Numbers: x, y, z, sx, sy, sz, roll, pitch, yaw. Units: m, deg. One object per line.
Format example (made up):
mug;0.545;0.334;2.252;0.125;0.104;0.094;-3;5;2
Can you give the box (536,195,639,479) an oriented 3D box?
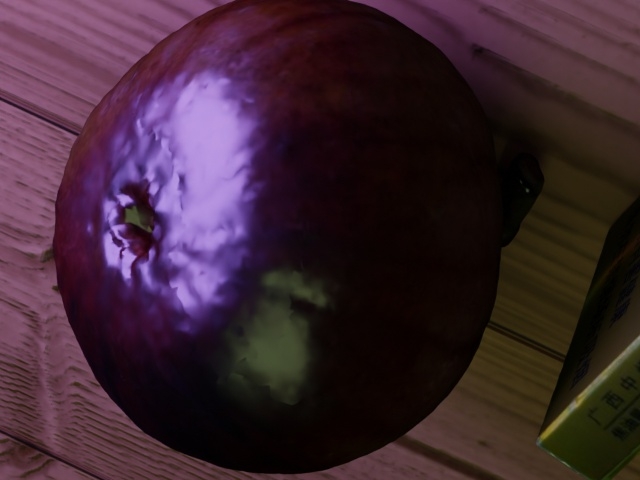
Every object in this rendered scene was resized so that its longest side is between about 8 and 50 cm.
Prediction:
box;0.208;-0.041;0.820;0.043;0.173;0.311;34;131;-5

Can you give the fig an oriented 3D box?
fig;-0.015;0.001;0.920;0.235;0.235;0.214;-5;159;25
